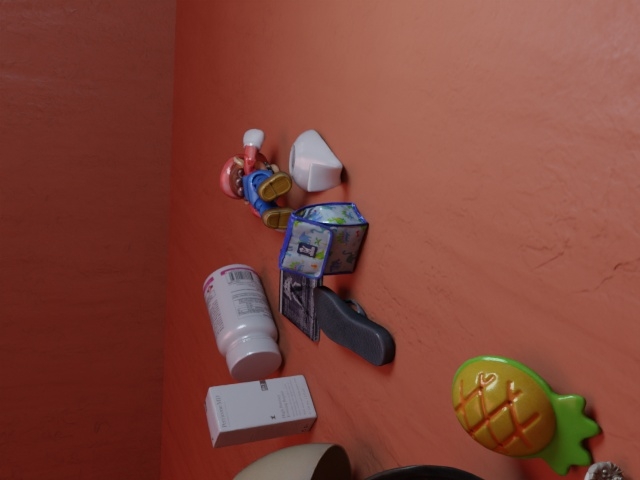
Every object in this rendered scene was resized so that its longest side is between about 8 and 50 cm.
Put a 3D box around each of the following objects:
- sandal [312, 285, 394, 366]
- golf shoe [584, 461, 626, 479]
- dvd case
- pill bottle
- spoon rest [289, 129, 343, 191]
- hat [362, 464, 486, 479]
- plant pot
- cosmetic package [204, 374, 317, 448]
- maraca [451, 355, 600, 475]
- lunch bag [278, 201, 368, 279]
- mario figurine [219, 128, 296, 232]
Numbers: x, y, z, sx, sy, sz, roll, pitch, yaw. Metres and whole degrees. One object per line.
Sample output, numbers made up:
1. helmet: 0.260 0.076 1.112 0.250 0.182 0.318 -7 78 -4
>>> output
1. sandal: 0.064 0.164 1.242 0.254 0.054 0.097 34 130 49
2. golf shoe: 0.303 0.330 0.706 0.086 0.069 0.176 158 109 -70
3. dvd case: -0.051 0.124 1.515 0.221 0.018 0.165 -153 63 -62
4. pill bottle: -0.204 0.215 1.687 0.160 0.160 0.283 111 147 -41
5. spoon rest: -0.010 -0.155 1.357 0.276 0.084 0.137 -121 37 -69
6. hat: 0.170 0.447 0.864 0.134 0.331 0.332 11 -105 -73
7. plant pot: -0.074 0.518 1.216 0.190 0.284 0.284 2 95 22
8. cosmetic package: -0.139 0.389 1.472 0.086 0.231 0.117 113 145 -42
9. maraca: 0.245 0.213 0.791 0.185 0.099 0.127 19 114 36
10. lunch bag: 0.000 0.000 1.234 0.096 0.151 0.129 -121 38 -47
11. mario figurine: -0.125 -0.144 1.551 0.198 0.170 0.320 -63 31 10
